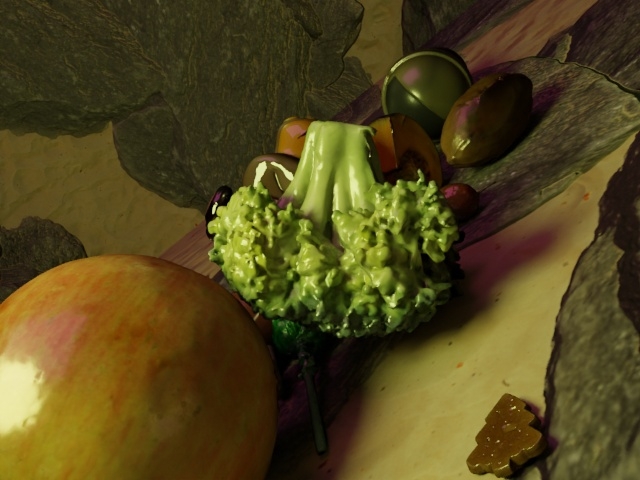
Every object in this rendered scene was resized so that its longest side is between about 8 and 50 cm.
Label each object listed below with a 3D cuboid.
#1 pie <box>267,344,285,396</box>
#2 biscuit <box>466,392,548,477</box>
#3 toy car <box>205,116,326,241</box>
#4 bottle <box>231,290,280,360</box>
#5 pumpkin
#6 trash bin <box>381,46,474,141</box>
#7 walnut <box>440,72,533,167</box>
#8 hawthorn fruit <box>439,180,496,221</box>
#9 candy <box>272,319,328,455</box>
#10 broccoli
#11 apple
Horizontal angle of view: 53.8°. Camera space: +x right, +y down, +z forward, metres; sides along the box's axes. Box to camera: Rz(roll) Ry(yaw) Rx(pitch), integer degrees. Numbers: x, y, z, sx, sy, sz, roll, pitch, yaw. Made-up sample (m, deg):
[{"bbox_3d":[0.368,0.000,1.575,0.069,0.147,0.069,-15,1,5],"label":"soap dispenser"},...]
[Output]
[{"bbox_3d":[-0.070,0.202,0.978,0.021,0.084,0.084,-13,12,-10],"label":"pie"},{"bbox_3d":[0.170,0.178,0.579,0.082,0.016,0.092,-37,14,31],"label":"biscuit"},{"bbox_3d":[-0.045,-0.068,1.143,0.340,0.271,0.240,141,153,-75],"label":"toy car"},{"bbox_3d":[-0.153,0.196,1.053,0.144,0.144,0.336,-19,26,53],"label":"bottle"},{"bbox_3d":[0.119,-0.113,1.187,0.139,0.190,0.280,-26,22,40],"label":"pumpkin"},{"bbox_3d":[0.256,-0.350,1.492,0.214,0.214,0.334,-33,12,23],"label":"trash bin"},{"bbox_3d":[0.309,-0.227,1.169,0.245,0.137,0.137,-53,18,-15],"label":"walnut"},{"bbox_3d":[0.240,-0.070,1.034,0.103,0.067,0.067,-23,19,14],"label":"hawthorn fruit"},{"bbox_3d":[-0.016,0.190,0.902,0.097,0.097,0.323,-38,25,9],"label":"candy"},{"bbox_3d":[0.025,-0.017,0.859,0.347,0.281,0.293,7,8,9],"label":"broccoli"},{"bbox_3d":[-0.242,0.225,0.740,0.391,0.391,0.346,-34,15,21],"label":"apple"}]
